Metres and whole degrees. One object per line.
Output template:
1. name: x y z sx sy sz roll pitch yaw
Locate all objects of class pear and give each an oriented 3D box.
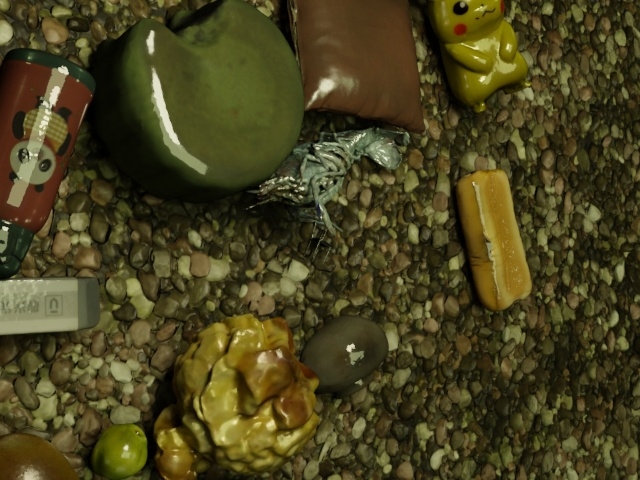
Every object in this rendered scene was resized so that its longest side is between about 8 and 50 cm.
1. pear: -0.323 0.343 1.698 0.097 0.092 0.092 -37 118 13

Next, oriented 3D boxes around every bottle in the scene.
1. bottle: -0.452 -0.109 1.581 0.144 0.144 0.336 23 77 -35

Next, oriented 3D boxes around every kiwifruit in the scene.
1. kiwifruit: -0.438 0.394 1.539 0.196 0.196 0.233 -23 96 -36

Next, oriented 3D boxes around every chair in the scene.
1. chair: 0.001 -0.001 1.987 0.037 0.042 0.086 31 70 -37

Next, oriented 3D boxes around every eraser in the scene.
1. eraser: -0.486 0.100 1.592 0.352 0.061 0.089 -1 89 -37

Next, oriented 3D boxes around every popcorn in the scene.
1. popcorn: -0.141 0.279 1.768 0.265 0.225 0.332 39 87 -18

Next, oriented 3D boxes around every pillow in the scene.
1. pillow: 0.071 -0.361 1.990 0.305 0.108 0.307 7 69 -37

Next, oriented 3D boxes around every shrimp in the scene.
1. shrimp: 0.015 -0.124 1.934 0.410 0.166 0.221 -45 160 -52

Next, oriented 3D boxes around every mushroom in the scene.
1. mushroom: 0.055 0.217 1.986 0.188 0.117 0.141 -33 97 -29

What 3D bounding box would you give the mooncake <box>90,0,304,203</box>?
1. mooncake: -0.199 -0.230 1.748 0.351 0.187 0.351 10 73 -36

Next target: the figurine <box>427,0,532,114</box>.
1. figurine: 0.317 -0.434 2.168 0.218 0.169 0.326 -29 116 -18

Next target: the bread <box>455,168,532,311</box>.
1. bread: 0.361 -0.003 2.235 0.142 0.091 0.305 -21 101 -44
